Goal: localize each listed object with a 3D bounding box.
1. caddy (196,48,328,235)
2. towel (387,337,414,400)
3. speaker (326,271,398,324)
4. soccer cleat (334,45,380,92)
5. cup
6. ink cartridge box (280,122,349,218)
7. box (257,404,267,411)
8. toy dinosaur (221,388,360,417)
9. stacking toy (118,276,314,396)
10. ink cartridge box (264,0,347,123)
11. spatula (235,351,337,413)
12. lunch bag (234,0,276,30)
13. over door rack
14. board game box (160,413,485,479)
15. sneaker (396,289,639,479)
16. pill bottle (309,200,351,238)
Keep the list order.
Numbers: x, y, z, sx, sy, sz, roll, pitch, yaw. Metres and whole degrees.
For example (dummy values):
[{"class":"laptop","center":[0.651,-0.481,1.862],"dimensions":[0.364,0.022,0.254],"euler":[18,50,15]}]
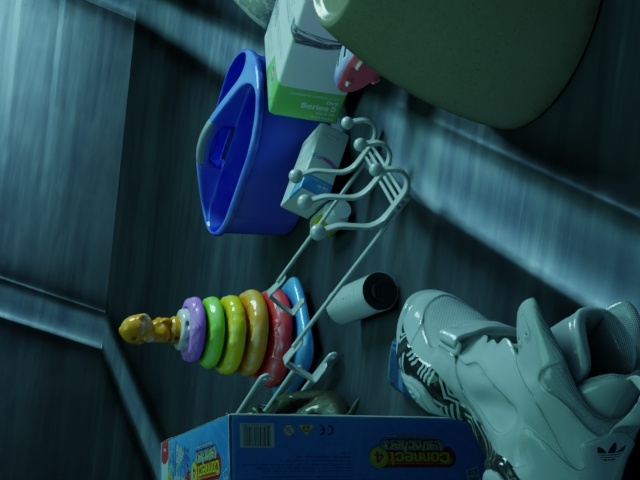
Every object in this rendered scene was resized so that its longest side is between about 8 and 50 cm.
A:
[{"class":"caddy","center":[-0.121,-0.159,2.022],"dimensions":[0.241,0.179,0.341],"euler":[-105,29,-45]},{"class":"towel","center":[0.117,0.167,1.511],"dimensions":[0.119,0.029,0.067],"euler":[-161,77,-69]},{"class":"speaker","center":[0.057,0.082,1.658],"dimensions":[0.136,0.055,0.055],"euler":[149,124,-65]},{"class":"soccer cleat","center":[0.074,-0.304,1.580],"dimensions":[0.095,0.083,0.248],"euler":[58,142,26]},{"class":"cup","center":[0.128,-0.303,1.317],"dimensions":[0.331,0.237,0.331],"euler":[-174,90,-69]},{"class":"ink cartridge box","center":[-0.008,-0.108,1.839],"dimensions":[0.088,0.052,0.122],"euler":[-39,30,62]},{"class":"box","center":[-0.089,0.318,2.032],"dimensions":[0.083,0.018,0.067],"euler":[179,97,-69]},{"class":"toy dinosaur","center":[-0.037,0.265,1.747],"dimensions":[0.313,0.160,0.121],"euler":[-47,69,38]},{"class":"stacking toy","center":[-0.174,0.149,1.900],"dimensions":[0.165,0.302,0.175],"euler":[-104,27,-42]},{"class":"ink cartridge box","center":[0.003,-0.346,1.792],"dimensions":[0.272,0.115,0.198],"euler":[112,161,-44]},{"class":"spatula","center":[-0.073,0.250,1.819],"dimensions":[0.019,0.168,0.242],"euler":[62,145,22]},{"class":"lunch bag","center":[-0.080,-0.534,2.035],"dimensions":[0.235,0.169,0.287],"euler":[121,144,-57]},{"class":"over door rack","center":[0.000,0.000,1.648],"dimensions":[0.239,0.108,0.324],"euler":[-110,43,-66]},{"class":"board game box","center":[-0.007,0.269,1.420],"dimensions":[0.302,0.308,0.086],"euler":[144,127,-64]},{"class":"sneaker","center":[0.201,0.115,1.163],"dimensions":[0.366,0.137,0.210],"euler":[-120,41,-50]},{"class":"pill bottle","center":[0.017,-0.034,1.811],"dimensions":[0.083,0.043,0.043],"euler":[140,132,-62]}]
